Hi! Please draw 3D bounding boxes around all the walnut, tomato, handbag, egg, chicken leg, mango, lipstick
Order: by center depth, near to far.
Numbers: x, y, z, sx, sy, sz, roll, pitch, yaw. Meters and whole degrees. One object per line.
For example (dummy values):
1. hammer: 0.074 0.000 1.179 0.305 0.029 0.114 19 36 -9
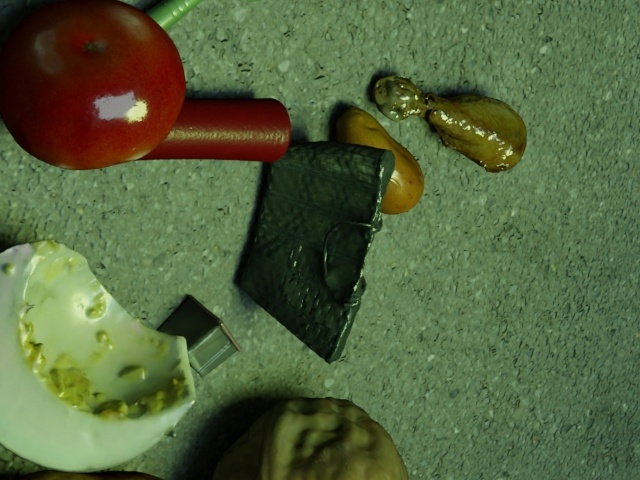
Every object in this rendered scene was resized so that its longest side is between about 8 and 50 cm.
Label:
1. tomato: -0.236 -0.164 1.444 0.195 0.195 0.136 -40 164 -21
2. egg: -0.280 0.133 1.556 0.271 0.162 0.206 40 88 -8
3. lipstick: -0.145 -0.128 1.611 0.241 0.080 0.080 -2 109 -40
4. handbag: 0.000 0.000 1.723 0.089 0.175 0.270 3 106 -44
5. walnut: -0.017 0.325 1.784 0.273 0.273 0.227 -20 134 -33
6. mango: 0.070 -0.094 1.800 0.084 0.105 0.159 -40 122 13
7. chicken leg: 0.174 -0.161 1.861 0.252 0.107 0.087 17 114 -36

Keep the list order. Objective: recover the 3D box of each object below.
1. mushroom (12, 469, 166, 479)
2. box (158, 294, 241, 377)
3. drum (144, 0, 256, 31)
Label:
1. mushroom: -0.267 0.402 1.610 0.346 0.260 0.345 -13 113 -35
2. box: -0.148 0.118 1.712 0.063 0.085 0.060 -41 131 -13
3. drum: -0.120 -0.275 1.589 0.253 0.049 0.130 -52 132 -7
